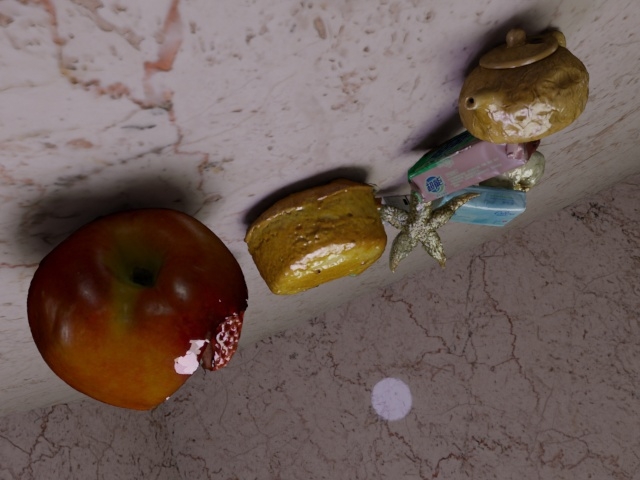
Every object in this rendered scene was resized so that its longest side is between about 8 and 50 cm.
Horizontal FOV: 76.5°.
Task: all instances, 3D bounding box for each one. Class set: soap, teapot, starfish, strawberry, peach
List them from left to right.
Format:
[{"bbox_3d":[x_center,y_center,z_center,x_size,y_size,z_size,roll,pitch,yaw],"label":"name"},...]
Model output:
[{"bbox_3d":[-0.326,0.106,0.728,0.406,0.310,0.334,-29,-157,55],"label":"peach"},{"bbox_3d":[-0.277,0.188,1.130,0.150,0.280,0.253,-10,150,-45],"label":"strawberry"},{"bbox_3d":[0.293,-0.042,1.147,0.347,0.358,0.078,-36,-158,21],"label":"starfish"},{"bbox_3d":[0.344,-0.192,0.896,0.218,0.098,0.274,-41,-168,-36],"label":"soap"},{"bbox_3d":[0.349,-0.285,0.702,0.311,0.204,0.166,-39,126,-23],"label":"teapot"}]

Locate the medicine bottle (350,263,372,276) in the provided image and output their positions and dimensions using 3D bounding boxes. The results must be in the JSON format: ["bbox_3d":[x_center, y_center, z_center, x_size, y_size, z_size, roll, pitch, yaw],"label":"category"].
[{"bbox_3d":[0.164,0.072,1.632,0.097,0.096,0.192,-14,161,-27],"label":"medicine bottle"}]

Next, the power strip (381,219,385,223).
[{"bbox_3d":[0.059,-0.004,1.331,0.339,0.058,0.098,-31,162,24],"label":"power strip"}]

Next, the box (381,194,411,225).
[{"bbox_3d":[0.249,-0.093,1.257,0.155,0.083,0.040,-9,157,-39],"label":"box"}]

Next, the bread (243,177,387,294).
[{"bbox_3d":[0.003,-0.001,1.021,0.359,0.204,0.337,-23,168,-6],"label":"bread"}]

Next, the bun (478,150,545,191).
[{"bbox_3d":[0.653,-0.206,1.369,0.223,0.127,0.222,-20,165,-5],"label":"bun"}]

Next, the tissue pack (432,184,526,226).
[{"bbox_3d":[0.511,-0.115,1.350,0.264,0.089,0.177,5,162,1],"label":"tissue pack"}]
